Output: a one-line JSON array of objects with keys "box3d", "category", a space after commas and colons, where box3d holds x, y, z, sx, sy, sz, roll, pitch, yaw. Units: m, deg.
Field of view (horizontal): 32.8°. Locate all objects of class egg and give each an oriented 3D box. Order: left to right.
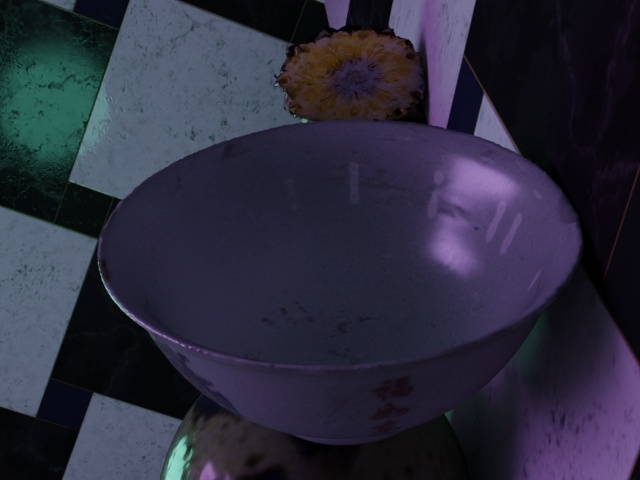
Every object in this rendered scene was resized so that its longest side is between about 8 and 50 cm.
[{"box3d": [-0.007, 0.283, 1.206, 0.428, 0.345, 0.345, -99, 17, -68], "category": "egg"}]

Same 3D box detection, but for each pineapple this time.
[{"box3d": [0.052, -0.179, 1.809, 0.272, 0.262, 0.262, 86, -176, -50], "category": "pineapple"}]

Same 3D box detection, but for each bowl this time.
[{"box3d": [0.022, 0.063, 1.034, 0.435, 0.435, 0.196, -95, 1, -59], "category": "bowl"}]

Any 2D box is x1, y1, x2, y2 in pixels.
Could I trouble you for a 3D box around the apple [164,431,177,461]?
[{"box3d": [-0.079, 0.393, 1.695, 0.339, 0.339, 0.339, -173, 90, -83], "category": "apple"}]
